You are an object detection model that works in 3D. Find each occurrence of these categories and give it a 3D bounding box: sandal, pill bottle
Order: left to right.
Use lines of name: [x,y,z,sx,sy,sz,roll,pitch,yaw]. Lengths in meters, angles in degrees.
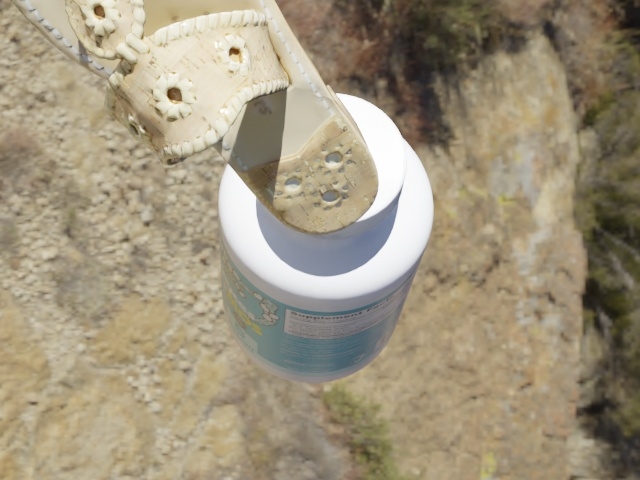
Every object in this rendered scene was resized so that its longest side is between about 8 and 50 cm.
sandal: [-0.042,-0.062,0.491,0.240,0.088,0.079,42,18,-41]
pill bottle: [0.000,0.000,0.820,0.264,0.146,0.146,99,8,-66]
